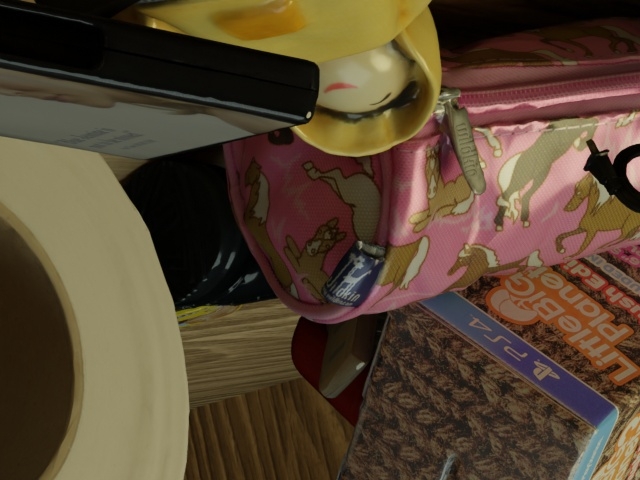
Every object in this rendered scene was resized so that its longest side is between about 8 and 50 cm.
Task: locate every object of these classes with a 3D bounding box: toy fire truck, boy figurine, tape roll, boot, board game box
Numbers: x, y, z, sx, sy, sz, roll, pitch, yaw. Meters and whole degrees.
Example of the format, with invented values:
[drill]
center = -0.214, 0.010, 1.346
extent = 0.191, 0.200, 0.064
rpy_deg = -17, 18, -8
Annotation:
[toy fire truck]
center = 0.046, 0.050, 1.081
extent = 0.246, 0.158, 0.217
rpy_deg = -12, 134, -42
[boy figurine]
center = -0.024, -0.095, 0.602
extent = 0.177, 0.092, 0.285
rpy_deg = -17, 168, 11
[tape roll]
center = -0.187, 0.055, 0.665
extent = 0.100, 0.286, 0.286
rpy_deg = -19, 170, 35
[boot]
center = -0.044, -0.006, 1.135
extent = 0.207, 0.094, 0.246
rpy_deg = -10, 170, -30
[board game box]
center = 0.159, 0.097, 1.030
extent = 0.291, 0.141, 0.232
rpy_deg = -31, 147, -42

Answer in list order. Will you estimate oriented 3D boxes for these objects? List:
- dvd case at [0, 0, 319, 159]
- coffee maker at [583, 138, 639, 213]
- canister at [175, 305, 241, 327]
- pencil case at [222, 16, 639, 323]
[dvd case]
center = -0.148, -0.060, 0.501
extent = 0.253, 0.022, 0.180
rpy_deg = 9, 176, -22
[coffee maker]
center = 0.217, -0.095, 0.663
extent = 0.171, 0.120, 0.178
rpy_deg = -34, 151, -25
[canister]
center = -0.132, 0.036, 1.344
extent = 0.126, 0.073, 0.170
rpy_deg = -14, 173, 5
[pencil case]
center = 0.141, -0.058, 0.888
extent = 0.386, 0.160, 0.167
rpy_deg = -8, -153, -31
